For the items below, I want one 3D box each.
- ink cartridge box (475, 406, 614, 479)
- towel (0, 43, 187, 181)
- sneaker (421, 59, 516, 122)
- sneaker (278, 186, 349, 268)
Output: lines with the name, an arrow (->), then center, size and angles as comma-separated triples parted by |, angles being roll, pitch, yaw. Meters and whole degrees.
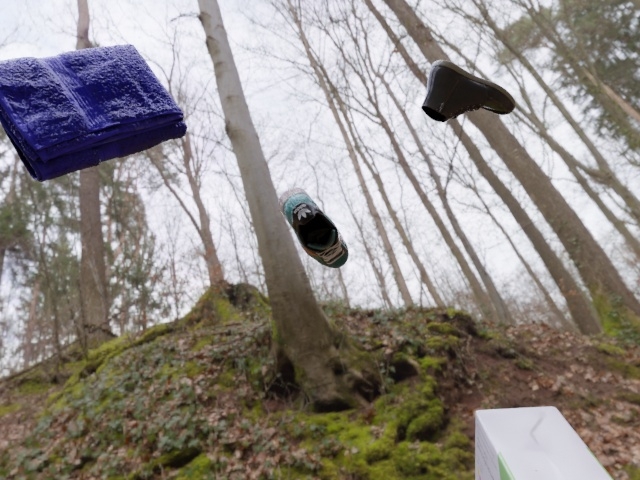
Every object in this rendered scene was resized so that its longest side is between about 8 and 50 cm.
ink cartridge box -> 0.285, 0.427, 0.667 | 0.119, 0.207, 0.353 | -5, -75, 0
towel -> -0.412, -0.249, 0.915 | 0.308, 0.228, 0.076 | -32, -3, -44
sneaker -> 0.331, -0.305, 1.162 | 0.222, 0.118, 0.083 | 20, -5, -13
sneaker -> 0.000, 0.000, 1.282 | 0.108, 0.121, 0.302 | -37, -43, 3
